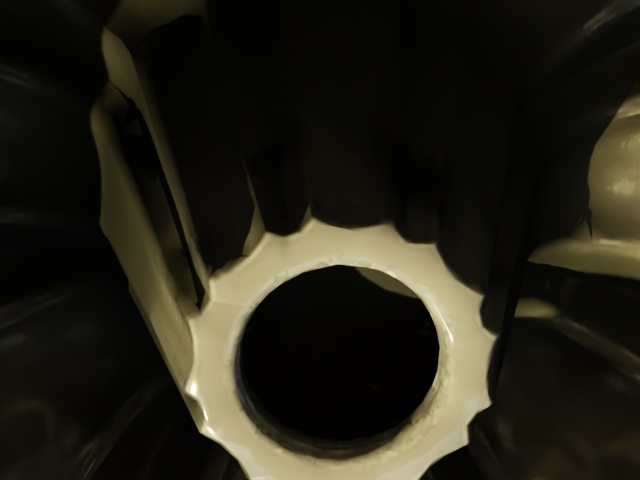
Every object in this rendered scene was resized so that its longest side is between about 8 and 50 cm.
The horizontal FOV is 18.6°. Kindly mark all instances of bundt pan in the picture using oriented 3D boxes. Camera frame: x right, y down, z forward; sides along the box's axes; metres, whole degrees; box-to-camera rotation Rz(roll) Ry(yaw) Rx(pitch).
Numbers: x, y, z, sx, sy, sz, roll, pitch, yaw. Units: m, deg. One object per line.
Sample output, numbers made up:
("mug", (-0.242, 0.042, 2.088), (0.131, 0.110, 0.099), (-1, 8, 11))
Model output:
("bundt pan", (0.000, 0.000, 0.389), (0.331, 0.331, 0.124), (-11, -158, 1))
